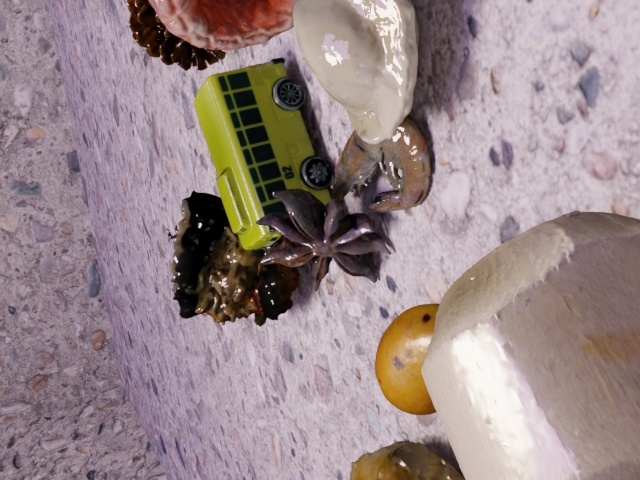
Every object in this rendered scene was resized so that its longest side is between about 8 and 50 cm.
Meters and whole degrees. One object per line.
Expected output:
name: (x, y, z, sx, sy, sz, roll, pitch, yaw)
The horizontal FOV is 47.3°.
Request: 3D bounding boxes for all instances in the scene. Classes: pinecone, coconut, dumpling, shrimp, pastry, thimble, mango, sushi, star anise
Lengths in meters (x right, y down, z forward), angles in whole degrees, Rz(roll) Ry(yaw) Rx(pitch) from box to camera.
pinecone: (-0.218, -0.353, 1.196, 0.165, 0.163, 0.163, 44, 143, 32)
coconut: (0.209, 0.121, 0.531, 0.265, 0.237, 0.237, 64, 153, 18)
dumpling: (0.037, -0.200, 0.808, 0.252, 0.131, 0.179, 31, 138, 61)
shrimp: (0.070, -0.080, 0.914, 0.126, 0.047, 0.223, 57, 151, 9)
pastry: (0.139, 0.387, 0.973, 0.257, 0.121, 0.235, 54, 153, 30)
thimble: (-0.117, -0.360, 0.886, 0.162, 0.239, 0.239, 63, 153, 29)
mango: (0.126, 0.138, 0.878, 0.115, 0.090, 0.178, 48, 143, 24)
sushi: (-0.137, 0.035, 1.241, 0.238, 0.219, 0.225, 14, -97, -81)
star anise: (0.000, 0.000, 0.977, 0.180, 0.205, 0.061, -45, 29, 40)

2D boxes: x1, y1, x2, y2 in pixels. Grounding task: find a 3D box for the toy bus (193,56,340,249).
toy bus: (-0.083, -0.116, 1.071, 0.128, 0.150, 0.262, -28, 80, 66)
